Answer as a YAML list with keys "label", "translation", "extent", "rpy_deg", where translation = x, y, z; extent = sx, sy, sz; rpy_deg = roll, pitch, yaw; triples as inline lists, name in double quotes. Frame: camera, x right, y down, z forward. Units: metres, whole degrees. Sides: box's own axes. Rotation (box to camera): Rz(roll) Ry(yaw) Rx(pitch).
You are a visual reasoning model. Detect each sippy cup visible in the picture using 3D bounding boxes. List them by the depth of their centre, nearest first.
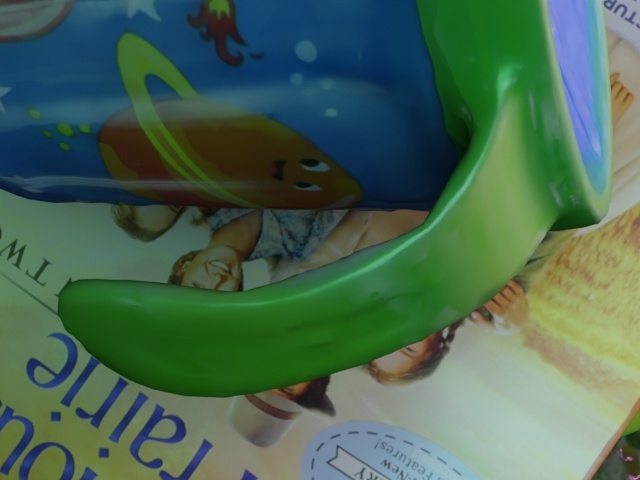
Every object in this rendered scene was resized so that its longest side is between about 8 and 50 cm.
- label: "sippy cup"
  translation: [-0.024, -0.108, 0.473]
  extent: [0.224, 0.305, 0.240]
  rpy_deg: [-6, 109, 17]

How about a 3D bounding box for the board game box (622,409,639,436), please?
- label: "board game box"
  translation: [0.081, 0.066, 0.648]
  extent: [0.181, 0.043, 0.092]
  rpy_deg: [-20, 94, -6]

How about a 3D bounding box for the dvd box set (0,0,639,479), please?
- label: "dvd box set"
  translation: [0.000, 0.000, 0.588]
  extent: [0.307, 0.062, 0.420]
  rpy_deg: [35, 88, 10]
